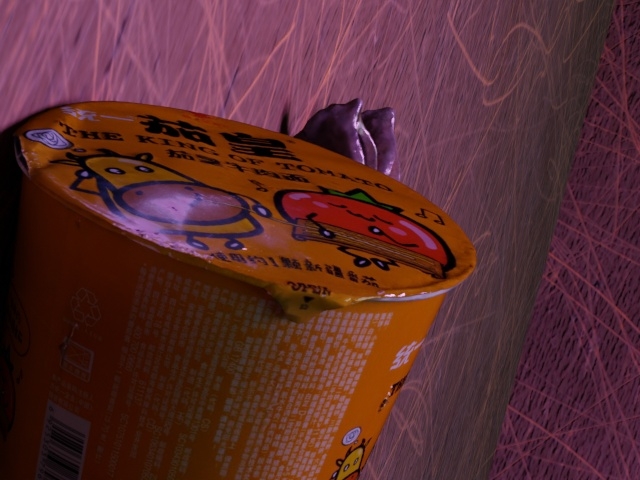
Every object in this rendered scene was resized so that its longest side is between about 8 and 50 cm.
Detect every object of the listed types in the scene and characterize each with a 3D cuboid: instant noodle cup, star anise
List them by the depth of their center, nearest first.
[{"bbox_3d":[-0.054,0.050,0.851,0.216,0.215,0.172,-42,150,-69],"label":"instant noodle cup"},{"bbox_3d":[0.006,-0.009,1.318,0.197,0.073,0.212,-40,144,-64],"label":"star anise"}]
